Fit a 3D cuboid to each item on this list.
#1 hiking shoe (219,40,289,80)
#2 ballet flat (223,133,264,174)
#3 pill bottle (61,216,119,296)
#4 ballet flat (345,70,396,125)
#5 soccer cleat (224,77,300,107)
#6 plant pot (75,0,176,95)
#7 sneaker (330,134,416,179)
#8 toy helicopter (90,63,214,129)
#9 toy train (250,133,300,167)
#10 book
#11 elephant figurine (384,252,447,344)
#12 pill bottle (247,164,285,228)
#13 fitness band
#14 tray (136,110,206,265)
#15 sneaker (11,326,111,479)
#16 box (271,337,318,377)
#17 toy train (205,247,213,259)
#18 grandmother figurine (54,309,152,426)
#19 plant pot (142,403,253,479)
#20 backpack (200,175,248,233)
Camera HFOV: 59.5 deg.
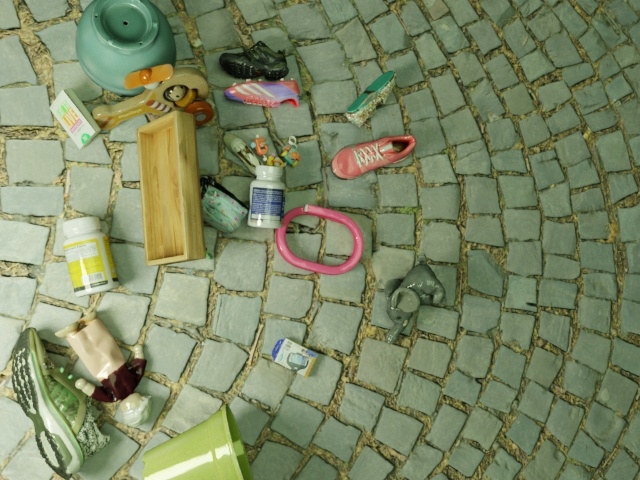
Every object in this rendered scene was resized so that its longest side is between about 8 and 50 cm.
[{"bbox_3d":[-0.216,-0.585,1.804,0.227,0.086,0.114,2,70,-24],"label":"hiking shoe"},{"bbox_3d":[-0.236,-0.278,1.767,0.168,0.052,0.057,46,71,-8],"label":"ballet flat"},{"bbox_3d":[-0.644,0.045,1.560,0.119,0.119,0.208,-13,88,-19],"label":"pill bottle"},{"bbox_3d":[0.179,-0.483,1.923,0.241,0.091,0.077,-45,128,-13],"label":"ballet flat"},{"bbox_3d":[-0.182,-0.463,1.795,0.248,0.083,0.095,-11,92,-22],"label":"soccer cleat"},{"bbox_3d":[-0.562,-0.593,1.622,0.293,0.196,0.292,2,84,-17],"label":"plant pot"},{"bbox_3d":[0.179,-0.295,1.861,0.314,0.136,0.115,-21,90,-19],"label":"sneaker"},{"bbox_3d":[-0.498,-0.408,1.616,0.355,0.235,0.140,-20,72,-1],"label":"toy helicopter"},{"bbox_3d":[-0.133,-0.288,1.789,0.166,0.046,0.125,-12,89,-31],"label":"toy train"},{"bbox_3d":[-0.704,-0.347,1.606,0.144,0.096,0.035,54,32,-5],"label":"book"},{"bbox_3d":[0.280,0.195,1.838,0.240,0.169,0.186,-27,63,-4],"label":"elephant figurine"},{"bbox_3d":[-0.164,-0.134,1.725,0.112,0.112,0.186,3,95,-18],"label":"pill bottle"},{"bbox_3d":[0.000,0.000,1.812,0.291,0.054,0.208,14,80,-15],"label":"fitness band"},{"bbox_3d":[-0.430,-0.141,1.608,0.076,0.203,0.410,-1,84,-50],"label":"tray"},{"bbox_3d":[-0.695,0.420,1.518,0.182,0.158,0.410,-19,88,-50],"label":"sneaker"},{"bbox_3d":[-0.084,0.364,1.756,0.136,0.028,0.081,30,76,-15],"label":"box"},{"bbox_3d":[-0.356,0.024,1.707,0.017,0.024,0.083,-38,96,-18],"label":"toy train"},{"bbox_3d":[-0.576,0.363,1.560,0.208,0.104,0.342,-33,97,-33],"label":"grandmother figurine"},{"bbox_3d":[-0.339,0.626,1.539,0.254,0.276,0.276,-18,90,-7],"label":"plant pot"},{"bbox_3d":[-0.312,-0.105,1.686,0.182,0.152,0.115,36,81,-23],"label":"backpack"}]
